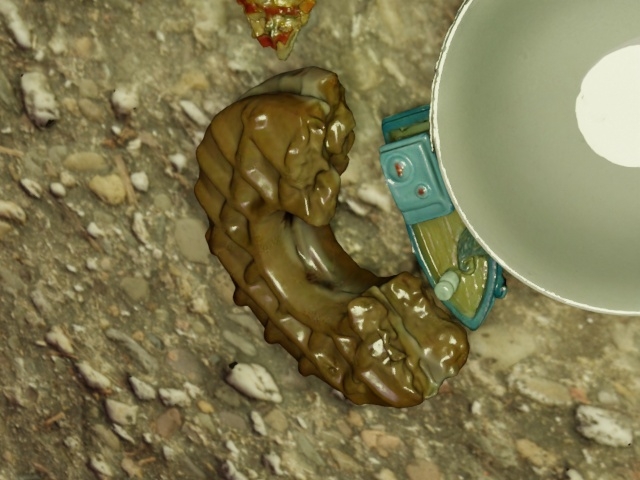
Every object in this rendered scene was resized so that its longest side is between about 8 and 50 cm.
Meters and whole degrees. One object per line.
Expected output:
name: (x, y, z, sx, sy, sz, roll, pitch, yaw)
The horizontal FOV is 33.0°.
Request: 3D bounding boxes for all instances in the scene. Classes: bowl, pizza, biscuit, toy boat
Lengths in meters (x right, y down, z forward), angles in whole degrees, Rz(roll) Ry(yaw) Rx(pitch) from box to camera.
bowl: (0.281, -0.116, 0.954, 0.345, 0.157, 0.346, 3, 100, 20)
pizza: (-0.046, -0.277, 1.100, 0.188, 0.062, 0.199, 9, 115, 22)
biscuit: (-0.007, 0.008, 1.125, 0.268, 0.115, 0.366, 0, 117, 53)
toy boat: (0.129, -0.020, 1.109, 0.109, 0.098, 0.238, -14, 105, 30)
